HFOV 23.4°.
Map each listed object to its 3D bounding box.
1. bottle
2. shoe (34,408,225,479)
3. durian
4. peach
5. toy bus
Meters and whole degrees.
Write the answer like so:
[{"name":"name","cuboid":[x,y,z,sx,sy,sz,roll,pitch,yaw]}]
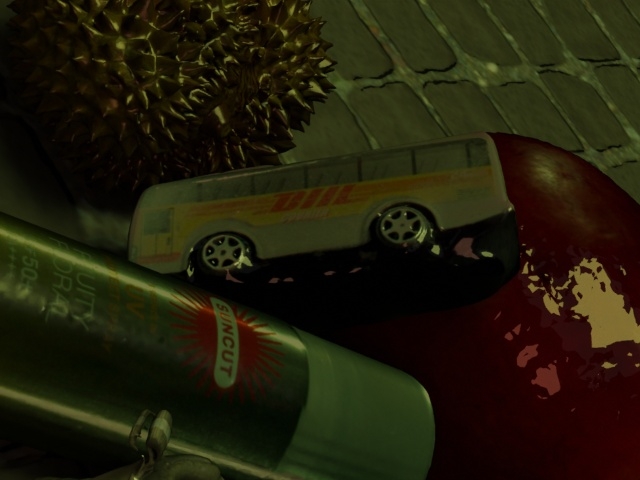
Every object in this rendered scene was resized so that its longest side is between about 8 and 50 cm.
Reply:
[{"name":"bottle","cuboid":[-0.083,0.048,0.608,0.286,0.082,0.082,23,40,-33]},{"name":"shoe","cuboid":[-0.032,0.141,0.557,0.180,0.092,0.089,48,32,1]},{"name":"durian","cuboid":[-0.073,-0.091,0.731,0.158,0.137,0.168,40,14,-47]},{"name":"peach","cuboid":[0.109,0.067,0.753,0.154,0.159,0.267,-7,62,-45]},{"name":"toy bus","cuboid":[0.000,0.000,0.682,0.057,0.172,0.072,75,8,-53]}]
